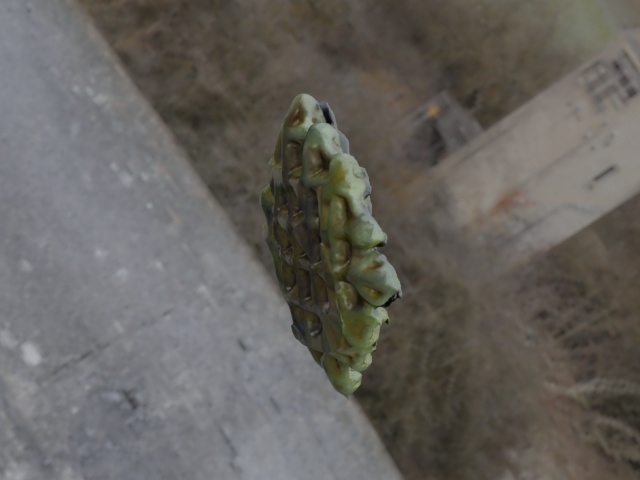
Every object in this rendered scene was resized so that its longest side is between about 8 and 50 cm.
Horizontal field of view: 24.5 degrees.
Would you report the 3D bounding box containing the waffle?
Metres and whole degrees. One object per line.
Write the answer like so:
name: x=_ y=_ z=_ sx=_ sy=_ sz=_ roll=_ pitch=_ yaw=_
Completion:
waffle: x=-0.003 y=0.000 z=1.182 sx=0.054 sy=0.223 sz=0.204 roll=-10 pitch=61 yaw=-18
